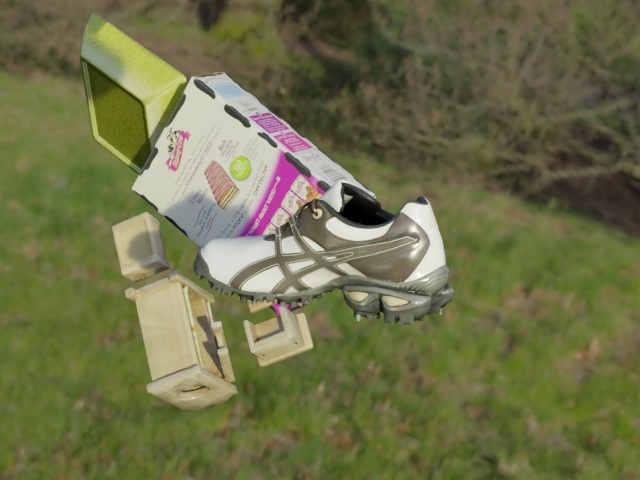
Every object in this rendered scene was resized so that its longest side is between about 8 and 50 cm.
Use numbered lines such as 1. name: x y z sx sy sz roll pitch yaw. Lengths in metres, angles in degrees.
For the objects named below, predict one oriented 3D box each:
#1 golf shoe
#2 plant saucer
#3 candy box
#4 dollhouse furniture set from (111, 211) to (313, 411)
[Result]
1. golf shoe: 0.000 0.000 1.052 0.198 0.094 0.077 5 16 27
2. plant saucer: -0.227 -0.153 1.822 0.045 0.188 0.188 -32 50 -28
3. candy box: -0.076 -0.053 1.658 0.233 0.159 0.071 40 26 16
4. dollhouse furniture set: -0.098 0.053 1.500 0.101 0.160 0.182 42 30 -62
